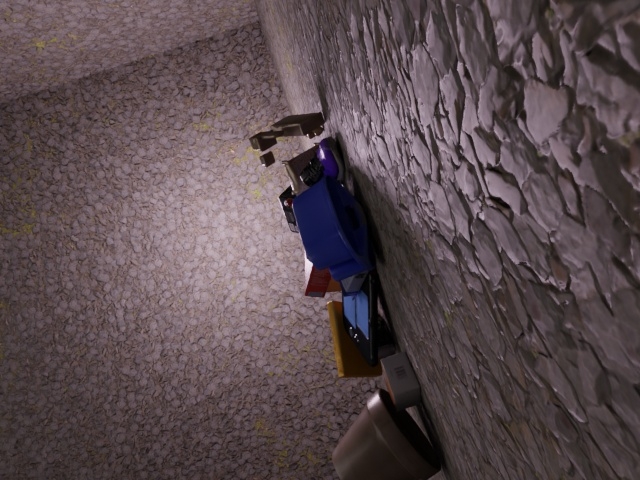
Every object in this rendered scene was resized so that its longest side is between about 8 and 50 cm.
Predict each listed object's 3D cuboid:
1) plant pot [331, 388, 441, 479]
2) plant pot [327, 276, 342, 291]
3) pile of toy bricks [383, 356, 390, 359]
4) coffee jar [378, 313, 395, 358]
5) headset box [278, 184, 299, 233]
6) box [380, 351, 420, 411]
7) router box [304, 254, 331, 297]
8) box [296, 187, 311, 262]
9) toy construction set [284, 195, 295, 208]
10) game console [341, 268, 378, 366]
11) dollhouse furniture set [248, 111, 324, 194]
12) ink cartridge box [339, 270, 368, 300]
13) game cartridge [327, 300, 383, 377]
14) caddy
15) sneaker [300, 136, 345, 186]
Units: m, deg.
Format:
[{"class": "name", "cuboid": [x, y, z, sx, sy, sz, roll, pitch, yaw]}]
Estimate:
[{"class": "plant pot", "cuboid": [0.204, 0.732, 1.595, 0.323, 0.280, 0.323, 48, -176, -5]}, {"class": "plant pot", "cuboid": [0.081, 0.162, 2.560, 0.291, 0.204, 0.290, 162, 90, -90]}, {"class": "pile of toy bricks", "cuboid": [0.248, 0.464, 1.983, 0.105, 0.118, 0.212, 53, -169, -36]}, {"class": "coffee jar", "cuboid": [0.228, 0.380, 1.854, 0.184, 0.096, 0.079, -109, 4, -52]}, {"class": "headset box", "cuboid": [-0.076, -0.217, 2.589, 0.283, 0.131, 0.246, -50, -43, -37]}, {"class": "box", "cuboid": [0.270, 0.477, 1.553, 0.170, 0.091, 0.130, 74, 177, -50]}, {"class": "router box", "cuboid": [0.000, 0.000, 1.788, 0.301, 0.082, 0.335, 105, 168, -49]}, {"class": "box", "cuboid": [-0.026, -0.054, 1.596, 0.067, 0.063, 0.323, 44, -155, -42]}, {"class": "toy construction set", "cuboid": [-0.006, -0.182, 2.294, 0.237, 0.257, 0.309, 54, 162, -9]}, {"class": "game console", "cuboid": [0.146, 0.239, 1.775, 0.342, 0.060, 0.386, -123, 28, -70]}, {"class": "dollhouse furniture set", "cuboid": [-0.051, -0.276, 1.717, 0.174, 0.303, 0.355, 9, 128, 45]}, {"class": "ink cartridge box", "cuboid": [0.104, 0.074, 1.659, 0.311, 0.065, 0.185, 102, 155, -56]}, {"class": "game cartridge", "cuboid": [0.157, 0.435, 2.027, 0.285, 0.053, 0.323, 16, -122, -44]}, {"class": "caddy", "cuboid": [0.059, -0.043, 1.419, 0.241, 0.179, 0.341, 35, -149, -51]}, {"class": "sneaker", "cuboid": [0.000, -0.240, 1.571, 0.293, 0.146, 0.102, 74, 178, -72]}]
